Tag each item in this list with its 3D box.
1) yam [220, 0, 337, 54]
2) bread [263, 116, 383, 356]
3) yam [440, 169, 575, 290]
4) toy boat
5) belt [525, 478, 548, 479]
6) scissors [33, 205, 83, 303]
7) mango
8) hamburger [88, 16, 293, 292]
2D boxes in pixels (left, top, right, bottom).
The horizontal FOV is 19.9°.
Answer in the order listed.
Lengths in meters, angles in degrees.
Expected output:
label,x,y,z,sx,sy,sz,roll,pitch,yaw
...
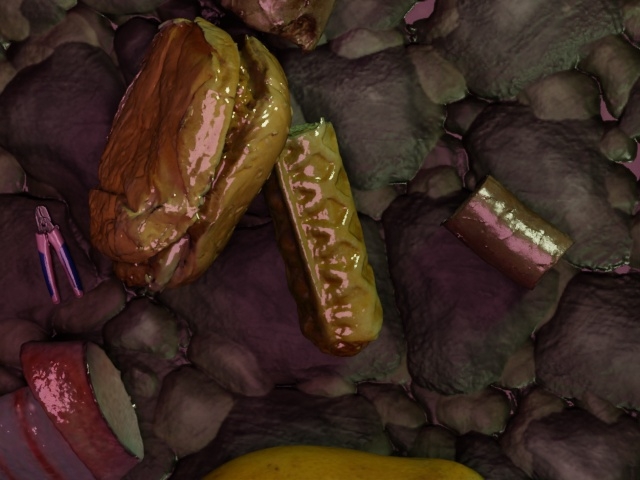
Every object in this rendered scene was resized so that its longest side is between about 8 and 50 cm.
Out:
label,x,y,z,sx,sy,sz,roll,pitch,yaw
yam,-0.019,-0.326,1.920,0.128,0.129,0.238,24,104,2
bread,-0.001,0.000,1.994,0.098,0.087,0.269,-15,99,5
yam,0.203,-0.008,1.975,0.127,0.084,0.084,39,102,2
toy boat,-0.349,0.221,2.082,0.282,0.096,0.206,-17,112,18
belt,0.254,0.325,2.037,0.140,0.058,0.105,10,104,4
scissors,-0.301,0.015,2.067,0.039,0.012,0.113,-14,98,9
mango,0.013,0.347,1.990,0.378,0.221,0.263,-11,96,0
hamburger,-0.138,-0.087,1.910,0.145,0.259,0.283,26,108,-28
